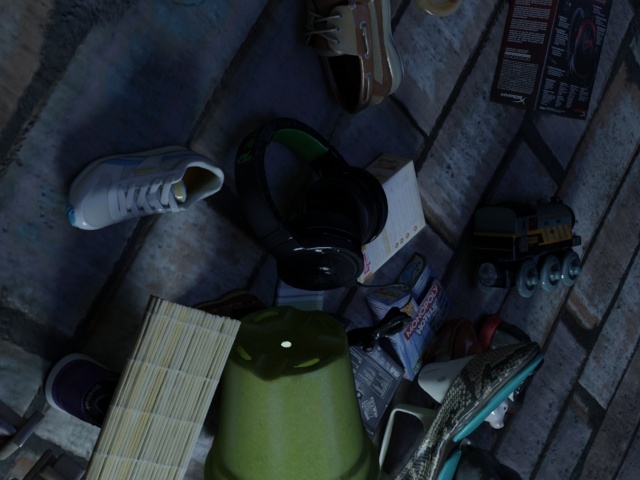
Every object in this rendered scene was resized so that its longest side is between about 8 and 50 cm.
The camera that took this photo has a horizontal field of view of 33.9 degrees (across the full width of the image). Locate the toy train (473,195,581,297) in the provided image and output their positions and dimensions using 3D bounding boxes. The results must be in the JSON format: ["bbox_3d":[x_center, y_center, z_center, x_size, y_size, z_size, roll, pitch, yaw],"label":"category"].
[{"bbox_3d":[0.435,0.009,2.186,0.334,0.142,0.190,-9,101,-47],"label":"toy train"}]

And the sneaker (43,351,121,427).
[{"bbox_3d":[-0.249,0.247,1.484,0.283,0.124,0.107,26,84,-50],"label":"sneaker"}]

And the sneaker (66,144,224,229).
[{"bbox_3d":[-0.234,-0.072,1.407,0.229,0.092,0.087,-26,125,-39],"label":"sneaker"}]

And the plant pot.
[{"bbox_3d":[-0.048,0.247,1.584,0.276,0.276,0.254,-29,129,-39],"label":"plant pot"}]

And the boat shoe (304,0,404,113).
[{"bbox_3d":[0.037,-0.329,1.604,0.116,0.123,0.324,-47,133,-24],"label":"boat shoe"}]

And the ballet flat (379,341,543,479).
[{"bbox_3d":[0.220,0.349,1.975,0.483,0.182,0.164,-61,159,19],"label":"ballet flat"}]

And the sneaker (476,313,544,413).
[{"bbox_3d":[0.415,0.284,2.261,0.097,0.135,0.276,-44,134,-32],"label":"sneaker"}]

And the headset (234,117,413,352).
[{"bbox_3d":[0.000,0.000,1.616,0.394,0.185,0.243,50,36,-16],"label":"headset"}]

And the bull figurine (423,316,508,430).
[{"bbox_3d":[0.284,0.294,2.136,0.188,0.101,0.310,-42,128,-24],"label":"bull figurine"}]

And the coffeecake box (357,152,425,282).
[{"bbox_3d":[0.091,-0.040,1.813,0.185,0.068,0.142,-40,131,-32],"label":"coffeecake box"}]

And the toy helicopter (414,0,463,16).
[{"bbox_3d":[0.116,-0.501,1.595,0.235,0.140,0.355,-28,109,-9],"label":"toy helicopter"}]

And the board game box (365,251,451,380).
[{"bbox_3d":[0.167,0.130,1.973,0.194,0.060,0.194,-55,138,-20],"label":"board game box"}]

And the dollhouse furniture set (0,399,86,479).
[{"bbox_3d":[-0.396,0.234,1.122,0.303,0.355,0.174,40,67,-8],"label":"dollhouse furniture set"}]

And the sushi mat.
[{"bbox_3d":[-0.218,0.237,1.405,0.151,0.019,0.316,19,93,-41],"label":"sushi mat"}]

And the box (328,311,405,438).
[{"bbox_3d":[0.045,0.260,1.884,0.231,0.056,0.183,44,71,-47],"label":"box"}]

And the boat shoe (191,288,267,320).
[{"bbox_3d":[-0.155,0.127,1.598,0.178,0.060,0.064,-27,124,-40],"label":"boat shoe"}]

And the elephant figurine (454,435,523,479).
[{"bbox_3d":[0.320,0.583,2.261,0.169,0.186,0.239,31,109,-16],"label":"elephant figurine"}]

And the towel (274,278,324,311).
[{"bbox_3d":[-0.031,0.096,1.759,0.113,0.023,0.152,-3,106,-49],"label":"towel"}]

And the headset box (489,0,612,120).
[{"bbox_3d":[0.463,-0.397,2.073,0.218,0.110,0.293,0,104,-49],"label":"headset box"}]
